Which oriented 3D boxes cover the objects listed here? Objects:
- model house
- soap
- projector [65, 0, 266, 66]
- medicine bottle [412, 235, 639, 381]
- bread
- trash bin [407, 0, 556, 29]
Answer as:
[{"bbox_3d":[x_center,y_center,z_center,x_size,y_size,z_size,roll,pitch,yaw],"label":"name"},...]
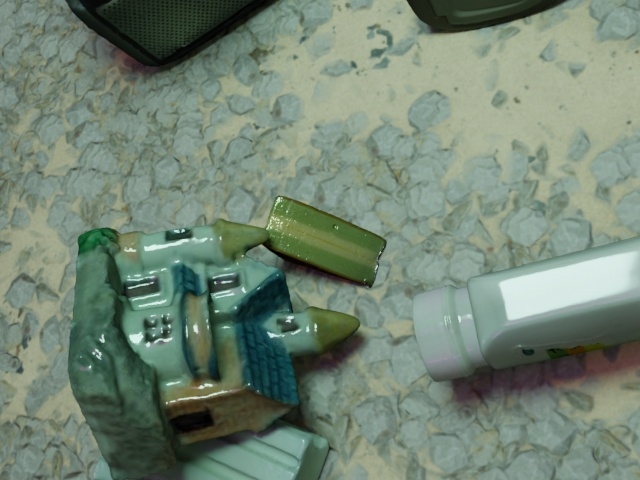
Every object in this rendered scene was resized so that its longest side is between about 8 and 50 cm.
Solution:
[{"bbox_3d":[-0.113,0.099,1.022,0.325,0.194,0.267,-9,43,-4],"label":"model house"},{"bbox_3d":[-0.140,0.278,1.077,0.265,0.087,0.160,16,79,25],"label":"soap"},{"bbox_3d":[-0.208,-0.524,1.253,0.405,0.242,0.395,-32,68,12],"label":"projector"},{"bbox_3d":[0.257,0.076,0.936,0.296,0.161,0.111,-13,69,17],"label":"medicine bottle"},{"bbox_3d":[0.005,0.002,1.102,0.139,0.084,0.074,19,82,25],"label":"bread"},{"bbox_3d":[0.211,-0.442,1.086,0.219,0.220,0.250,-4,66,20],"label":"trash bin"}]
